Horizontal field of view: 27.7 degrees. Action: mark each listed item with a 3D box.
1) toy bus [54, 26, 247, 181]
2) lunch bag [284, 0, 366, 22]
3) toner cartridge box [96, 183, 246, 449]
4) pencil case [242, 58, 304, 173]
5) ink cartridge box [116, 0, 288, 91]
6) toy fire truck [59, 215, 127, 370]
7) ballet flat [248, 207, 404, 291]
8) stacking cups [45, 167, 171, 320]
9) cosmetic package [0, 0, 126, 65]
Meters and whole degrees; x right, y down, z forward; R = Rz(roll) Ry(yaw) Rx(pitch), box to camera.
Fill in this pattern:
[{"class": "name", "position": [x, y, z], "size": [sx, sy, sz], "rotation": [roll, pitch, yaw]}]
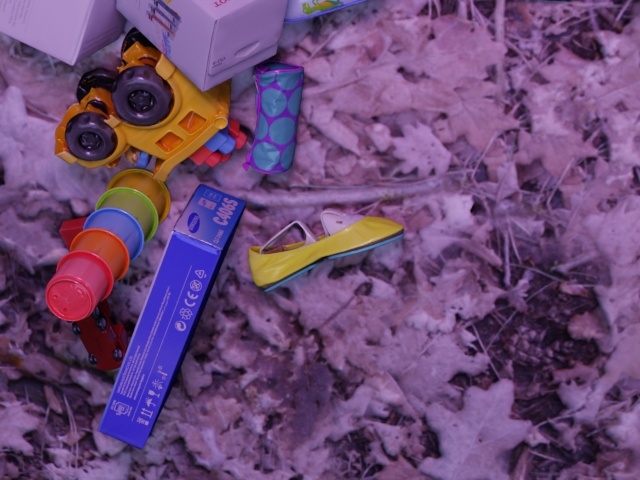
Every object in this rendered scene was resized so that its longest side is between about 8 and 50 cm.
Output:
[{"class": "toy bus", "position": [-0.212, -0.155, 1.724], "size": [0.220, 0.149, 0.211], "rotation": [-36, 121, 24]}, {"class": "lunch bag", "position": [-0.020, -0.389, 1.601], "size": [0.176, 0.090, 0.219], "rotation": [-16, 113, 15]}, {"class": "toner cartridge box", "position": [-0.209, 0.107, 1.822], "size": [0.075, 0.165, 0.348], "rotation": [22, 116, -3]}, {"class": "pencil case", "position": [-0.063, -0.165, 1.725], "size": [0.070, 0.064, 0.152], "rotation": [-5, 117, -22]}, {"class": "ink cartridge box", "position": [-0.143, -0.297, 1.582], "size": [0.176, 0.128, 0.127], "rotation": [44, 146, 19]}, {"class": "toy fire truck", "position": [-0.322, 0.077, 1.857], "size": [0.047, 0.135, 0.192], "rotation": [-10, 129, 13]}, {"class": "ballet flat", "position": [0.000, 0.000, 1.795], "size": [0.231, 0.077, 0.077], "rotation": [-22, 94, 19]}, {"class": "stacking cups", "position": [-0.274, 0.002, 1.697], "size": [0.096, 0.316, 0.096], "rotation": [2, 114, 6]}, {"class": "cosmetic package", "position": [-0.338, -0.337, 1.628], "size": [0.183, 0.151, 0.151], "rotation": [26, 116, 4]}]
